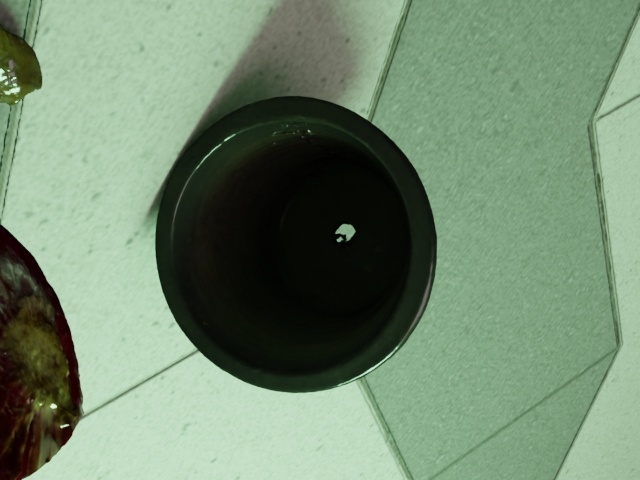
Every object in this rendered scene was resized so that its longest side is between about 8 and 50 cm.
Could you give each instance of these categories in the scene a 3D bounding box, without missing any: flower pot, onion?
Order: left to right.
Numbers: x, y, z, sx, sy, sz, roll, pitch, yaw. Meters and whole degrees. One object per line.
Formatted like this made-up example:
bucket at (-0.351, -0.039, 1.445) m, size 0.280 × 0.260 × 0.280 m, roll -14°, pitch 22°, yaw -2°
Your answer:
onion at (-0.266, 0.064, 0.870) m, size 0.206 × 0.216 × 0.207 m, roll -50°, pitch 124°, yaw -64°
flower pot at (0.000, 0.000, 1.121) m, size 0.235 × 0.235 × 0.148 m, roll -59°, pitch 165°, yaw 14°

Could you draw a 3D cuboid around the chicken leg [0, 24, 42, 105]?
chicken leg at (-0.228, -0.131, 0.832) m, size 0.085 × 0.069 × 0.198 m, roll -48°, pitch 154°, yaw 1°
